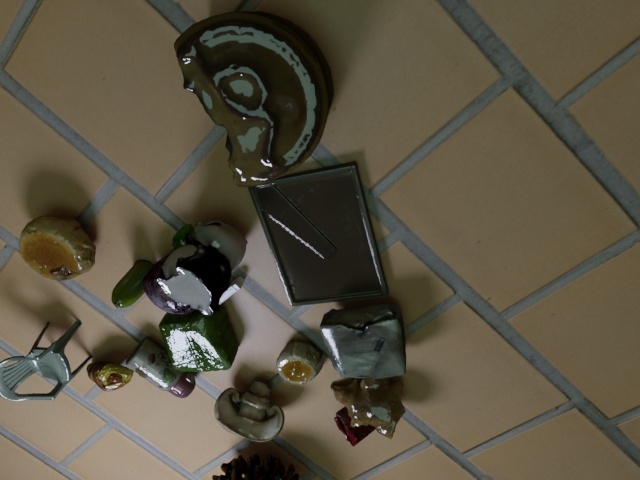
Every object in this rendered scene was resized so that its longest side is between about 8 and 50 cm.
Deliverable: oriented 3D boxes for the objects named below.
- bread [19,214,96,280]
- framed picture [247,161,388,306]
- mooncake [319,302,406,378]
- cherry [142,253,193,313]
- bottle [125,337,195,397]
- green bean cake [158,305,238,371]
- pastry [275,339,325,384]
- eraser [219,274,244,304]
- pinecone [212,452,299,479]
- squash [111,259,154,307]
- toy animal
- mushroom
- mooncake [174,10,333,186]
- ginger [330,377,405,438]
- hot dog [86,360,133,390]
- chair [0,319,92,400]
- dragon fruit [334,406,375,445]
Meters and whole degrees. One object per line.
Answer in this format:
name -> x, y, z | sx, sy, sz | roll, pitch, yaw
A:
bread -> -0.822, 0.019, 1.762 | 0.244, 0.134, 0.245 | 6, 125, 8
framed picture -> 0.000, 0.000, 1.645 | 0.325, 0.028, 0.446 | -8, 119, 16
mooncake -> 0.141, 0.314, 1.744 | 0.250, 0.136, 0.255 | -6, 115, 13
cherry -> -0.455, 0.140, 1.738 | 0.195, 0.195, 0.195 | 5, 122, 8
bottle -> -0.561, 0.467, 1.990 | 0.253, 0.120, 0.120 | 40, 120, -15
green bean cake -> -0.410, 0.324, 1.871 | 0.222, 0.125, 0.248 | -4, 122, 12
pastry -> -0.070, 0.414, 1.877 | 0.165, 0.088, 0.166 | 6, 125, 8
eraser -> -0.297, 0.162, 1.788 | 0.122, 0.052, 0.029 | -37, 109, 28
pinecone -> -0.223, 1.004, 2.109 | 0.397, 0.398, 0.398 | 5, 122, 8
squash -> -0.594, 0.146, 1.760 | 0.095, 0.188, 0.095 | 5, 119, 9
toy animal -> -0.337, 0.051, 1.598 | 0.212, 0.267, 0.213 | 9, 140, 8
mushroom -> -0.254, 0.609, 1.996 | 0.253, 0.195, 0.189 | 24, 156, -8
mooncake -> -0.170, -0.347, 1.348 | 0.393, 0.246, 0.393 | 27, 116, -10
ginger -> 0.156, 0.540, 1.888 | 0.270, 0.123, 0.219 | 19, 100, 10
hot dog -> -0.776, 0.496, 2.021 | 0.261, 0.093, 0.123 | -15, 131, 45
chair -> -0.978, 0.432, 1.961 | 0.190, 0.275, 0.204 | 4, 119, 9
dragon fruit -> 0.132, 0.657, 1.998 | 0.127, 0.121, 0.161 | -26, 151, -19
